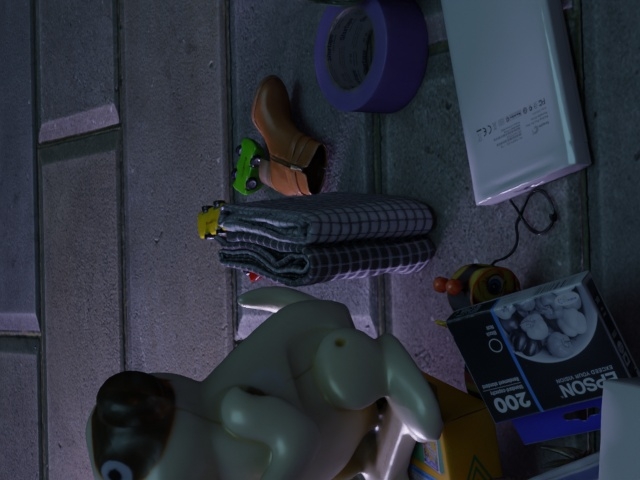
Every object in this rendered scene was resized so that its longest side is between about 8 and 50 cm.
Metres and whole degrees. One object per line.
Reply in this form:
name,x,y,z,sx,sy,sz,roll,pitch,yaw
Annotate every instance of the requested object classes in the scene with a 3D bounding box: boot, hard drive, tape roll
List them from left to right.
boot,-0.044,-0.171,2.288,0.152,0.073,0.197,18,116,55
tape roll,0.075,-0.288,2.101,0.189,0.080,0.189,-1,89,55
hard drive,0.258,-0.222,1.866,0.203,0.040,0.307,-24,71,53

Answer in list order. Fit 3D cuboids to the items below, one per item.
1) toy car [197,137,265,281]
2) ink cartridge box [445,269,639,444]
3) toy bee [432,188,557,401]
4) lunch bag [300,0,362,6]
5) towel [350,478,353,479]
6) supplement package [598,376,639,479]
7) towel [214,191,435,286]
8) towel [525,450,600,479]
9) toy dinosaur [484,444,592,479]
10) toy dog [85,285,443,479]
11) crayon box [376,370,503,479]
toy car,-0.127,-0.069,2.422,0.239,0.053,0.225,36,119,49
ink cartridge box,0.284,0.157,1.705,0.206,0.045,0.208,-21,103,38
toy bee,0.214,0.094,1.829,0.195,0.162,0.298,-29,66,54
lunch bag,0.055,-0.478,2.000,0.287,0.169,0.235,-10,55,53
towel,0.033,0.414,2.223,0.237,0.021,0.102,61,142,33
supplement package,0.441,0.225,1.378,0.177,0.293,0.175,8,97,55
towel,0.000,0.000,2.080,0.284,0.235,0.121,7,102,56
towel,0.346,0.388,1.613,0.034,0.209,0.285,72,179,-72
toy dinosaur,0.262,0.337,1.712,0.127,0.296,0.200,-167,79,-85
toy dog,-0.101,0.232,1.801,0.395,0.408,0.284,63,155,23
crayon box,0.164,0.309,1.879,0.203,0.083,0.323,21,124,63
